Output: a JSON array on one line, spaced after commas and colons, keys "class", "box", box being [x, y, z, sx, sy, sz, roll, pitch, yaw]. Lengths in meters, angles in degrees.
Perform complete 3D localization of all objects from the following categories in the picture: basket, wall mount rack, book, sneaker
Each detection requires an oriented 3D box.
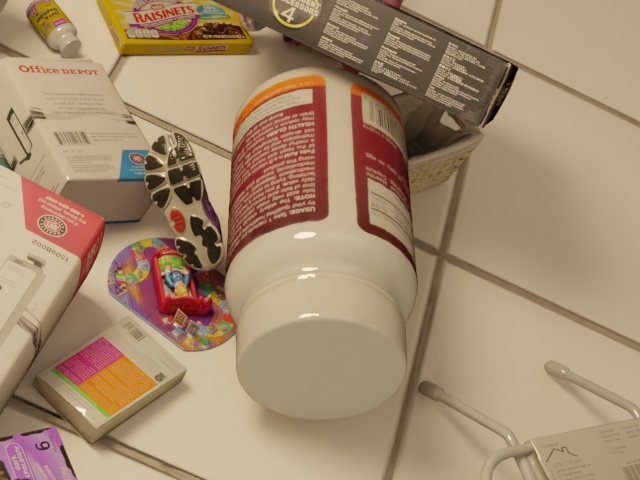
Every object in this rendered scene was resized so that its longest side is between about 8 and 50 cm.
[{"class": "basket", "box": [0.121, -0.130, 1.881, 0.167, 0.103, 0.113, -21, 63, -39]}, {"class": "wall mount rack", "box": [0.286, 0.256, 1.605, 0.350, 0.130, 0.304, -5, 57, -32]}, {"class": "book", "box": [-0.229, 0.148, 1.484, 0.096, 0.035, 0.144, 41, 43, 16]}, {"class": "sneaker", "box": [-0.160, -0.046, 1.617, 0.071, 0.068, 0.170, -65, 139, -79]}]

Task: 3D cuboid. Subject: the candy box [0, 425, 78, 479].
[{"class": "candy box", "box": [-0.320, 0.279, 1.283, 0.196, 0.070, 0.165, -8, 55, -35]}]

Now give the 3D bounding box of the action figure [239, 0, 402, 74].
[{"class": "action figure", "box": [0.026, -0.372, 2.045, 0.276, 0.248, 0.370, 44, 31, -61]}]

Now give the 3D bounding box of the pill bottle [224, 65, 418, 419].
[{"class": "pill bottle", "box": [0.000, 0.000, 1.606, 0.224, 0.224, 0.392, 15, 45, -16]}]

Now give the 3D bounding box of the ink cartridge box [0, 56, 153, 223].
[{"class": "ink cartridge box", "box": [-0.300, -0.121, 1.641, 0.148, 0.086, 0.203, -4, 51, -44]}]

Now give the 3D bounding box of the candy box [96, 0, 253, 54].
[{"class": "candy box", "box": [-0.205, -0.307, 1.923, 0.205, 0.027, 0.105, -6, 52, -33]}]

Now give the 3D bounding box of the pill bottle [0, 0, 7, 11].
[{"class": "pill bottle", "box": [-0.577, -0.408, 1.661, 0.407, 0.229, 0.229, 31, 43, 2]}]

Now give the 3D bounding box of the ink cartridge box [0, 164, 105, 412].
[{"class": "ink cartridge box", "box": [-0.379, 0.058, 1.407, 0.207, 0.117, 0.283, 28, 47, -3]}]

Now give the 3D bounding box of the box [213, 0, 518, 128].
[{"class": "box", "box": [0.056, -0.267, 1.744, 0.394, 0.097, 0.318, 26, 12, 7]}]

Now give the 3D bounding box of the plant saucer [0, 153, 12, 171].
[{"class": "plant saucer", "box": [-0.378, -0.032, 1.580, 0.067, 0.018, 0.192, 12, 45, -19]}]

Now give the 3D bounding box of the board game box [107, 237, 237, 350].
[{"class": "board game box", "box": [-0.164, 0.051, 1.608, 0.168, 0.033, 0.133, 37, 43, 6]}]

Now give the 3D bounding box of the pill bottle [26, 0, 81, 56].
[{"class": "pill bottle", "box": [-0.353, -0.283, 1.806, 0.043, 0.043, 0.083, -22, 63, -41]}]
